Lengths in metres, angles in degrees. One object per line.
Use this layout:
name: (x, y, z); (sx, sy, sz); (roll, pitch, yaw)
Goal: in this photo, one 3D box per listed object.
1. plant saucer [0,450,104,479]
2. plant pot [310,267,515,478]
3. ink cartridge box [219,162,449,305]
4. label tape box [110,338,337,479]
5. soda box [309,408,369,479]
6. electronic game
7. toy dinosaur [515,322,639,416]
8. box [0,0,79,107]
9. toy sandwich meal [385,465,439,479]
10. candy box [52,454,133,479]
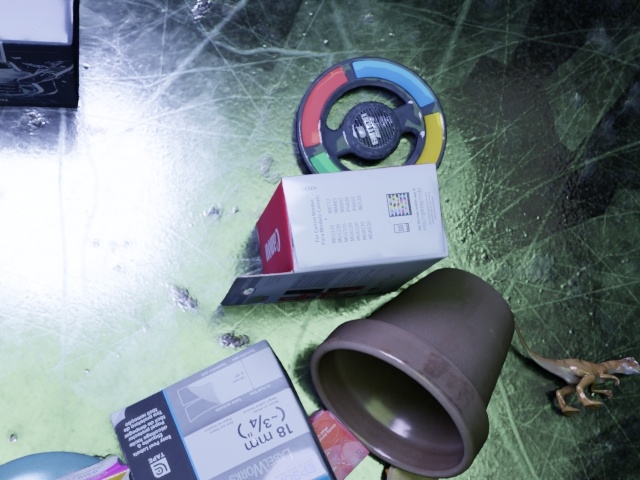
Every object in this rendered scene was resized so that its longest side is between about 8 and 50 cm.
plant saucer: (-0.354, 0.437, 1.687); (0.318, 0.044, 0.317); (-4, 99, -24)
plant pot: (0.153, 0.161, 1.788); (0.263, 0.263, 0.229); (42, 60, 0)
ink cartridge box: (0.000, 0.000, 1.743); (0.272, 0.309, 0.130); (-6, 81, -11)
label tape box: (-0.104, 0.329, 1.686); (0.241, 0.106, 0.333); (-26, 57, -2)
soda box: (-0.057, 0.357, 1.787); (0.092, 0.083, 0.263); (45, 77, 1)
electronic game: (0.077, -0.164, 1.919); (0.229, 0.048, 0.229); (2, 80, -9)
toy dinosaur: (0.371, 0.197, 1.906); (0.212, 0.064, 0.112); (11, 60, -17)
box: (-0.497, -0.304, 1.715); (0.343, 0.312, 0.178); (1, 80, -9)
toy sandwich meal: (0.130, 0.341, 1.850); (0.086, 0.029, 0.085); (1, 84, -12)
candy box: (-0.293, 0.415, 1.649); (0.159, 0.071, 0.233); (-20, 104, -19)
